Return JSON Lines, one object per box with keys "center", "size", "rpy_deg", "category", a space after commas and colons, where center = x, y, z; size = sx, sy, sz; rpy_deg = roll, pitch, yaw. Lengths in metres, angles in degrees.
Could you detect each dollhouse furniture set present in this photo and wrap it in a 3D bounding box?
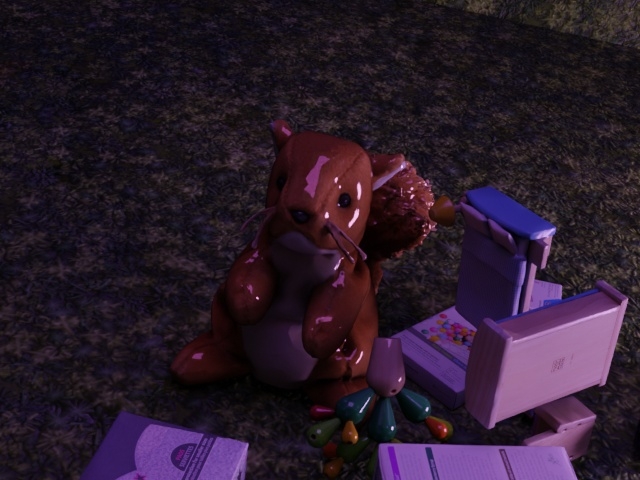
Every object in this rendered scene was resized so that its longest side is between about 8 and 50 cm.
{"center": [0.210, 0.120, 1.407], "size": [0.198, 0.286, 0.303], "rpy_deg": [-13, 35, -28], "category": "dollhouse furniture set"}

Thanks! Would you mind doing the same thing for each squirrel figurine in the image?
{"center": [0.000, 0.000, 1.460], "size": [0.281, 0.370, 0.397], "rpy_deg": [17, 32, 17], "category": "squirrel figurine"}

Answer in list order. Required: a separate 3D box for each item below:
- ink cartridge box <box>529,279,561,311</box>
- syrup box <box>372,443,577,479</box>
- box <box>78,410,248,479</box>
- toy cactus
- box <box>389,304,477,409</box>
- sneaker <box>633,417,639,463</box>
{"center": [0.318, 0.101, 1.672], "size": [0.123, 0.052, 0.088], "rpy_deg": [11, 32, 8], "category": "ink cartridge box"}
{"center": [0.183, 0.310, 1.269], "size": [0.237, 0.093, 0.096], "rpy_deg": [3, 32, -7], "category": "syrup box"}
{"center": [-0.186, 0.324, 1.122], "size": [0.164, 0.142, 0.247], "rpy_deg": [12, 32, 8], "category": "box"}
{"center": [0.080, 0.214, 1.337], "size": [0.219, 0.180, 0.112], "rpy_deg": [5, -2, -20], "category": "toy cactus"}
{"center": [0.208, 0.166, 1.559], "size": [0.186, 0.038, 0.145], "rpy_deg": [-19, 41, -38], "category": "box"}
{"center": [0.513, 0.232, 1.466], "size": [0.108, 0.100, 0.271], "rpy_deg": [26, 36, 19], "category": "sneaker"}
